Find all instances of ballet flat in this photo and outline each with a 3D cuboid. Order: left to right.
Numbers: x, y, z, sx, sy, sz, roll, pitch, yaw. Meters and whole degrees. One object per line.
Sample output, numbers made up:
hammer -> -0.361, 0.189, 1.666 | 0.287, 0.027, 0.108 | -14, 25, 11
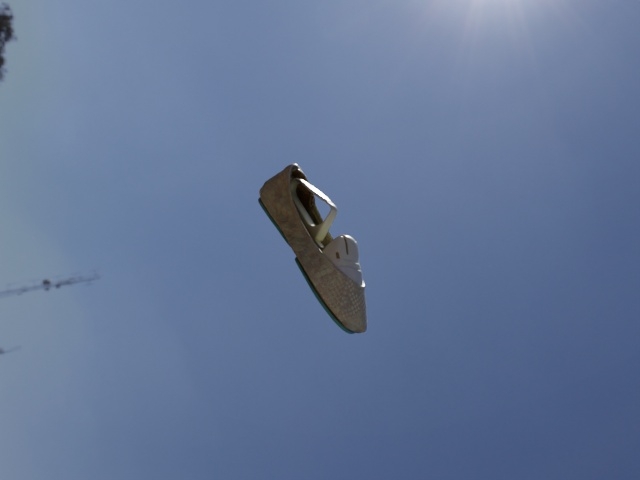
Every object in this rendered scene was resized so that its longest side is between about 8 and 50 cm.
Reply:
ballet flat -> 0.000, 0.000, 0.569 | 0.052, 0.057, 0.168 | -44, -119, 17
